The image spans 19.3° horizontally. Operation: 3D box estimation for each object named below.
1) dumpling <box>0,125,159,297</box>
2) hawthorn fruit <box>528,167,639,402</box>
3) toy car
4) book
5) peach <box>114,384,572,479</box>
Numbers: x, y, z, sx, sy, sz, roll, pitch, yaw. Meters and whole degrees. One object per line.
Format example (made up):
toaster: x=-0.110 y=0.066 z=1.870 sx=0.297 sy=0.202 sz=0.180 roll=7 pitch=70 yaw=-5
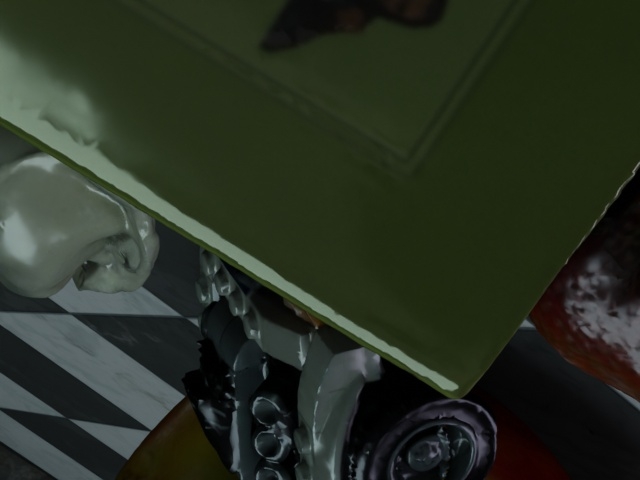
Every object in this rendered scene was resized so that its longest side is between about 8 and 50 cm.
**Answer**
dumpling: x=-0.177 y=-0.030 z=1.228 sx=0.250 sy=0.132 sz=0.162 roll=8 pitch=148 yaw=51
hawthorn fruit: x=0.168 y=0.009 z=0.756 sx=0.157 sy=0.157 sz=0.194 roll=16 pitch=162 yaw=38
toy car: x=-0.002 y=0.001 z=0.811 sx=0.193 sy=0.118 sz=0.301 roll=-128 pitch=33 yaw=-53
book: x=-0.036 y=-0.121 z=0.646 sx=0.352 sy=0.239 sz=0.035 roll=31 pitch=-158 yaw=-6
peach: x=0.022 y=0.269 z=1.344 sx=0.388 sy=0.388 sz=0.388 roll=27 pitch=162 yaw=10
